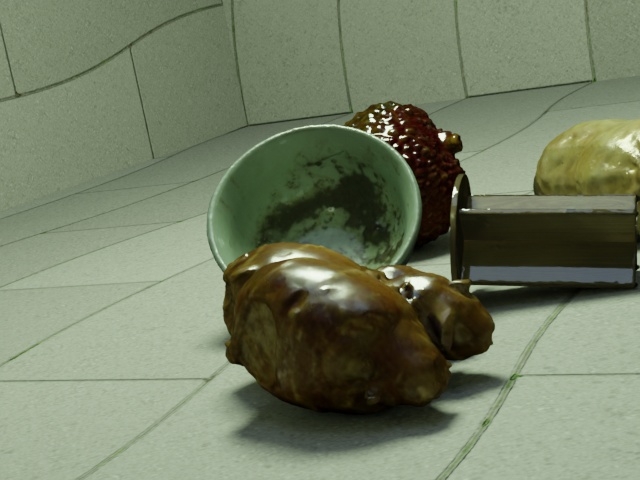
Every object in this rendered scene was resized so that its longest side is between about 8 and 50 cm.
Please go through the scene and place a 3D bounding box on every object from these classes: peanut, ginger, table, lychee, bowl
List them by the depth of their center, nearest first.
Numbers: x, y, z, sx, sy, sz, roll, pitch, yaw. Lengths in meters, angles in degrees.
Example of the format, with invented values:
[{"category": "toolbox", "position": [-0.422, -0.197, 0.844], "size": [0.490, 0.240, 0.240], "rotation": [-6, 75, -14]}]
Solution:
[{"category": "ginger", "position": [0.035, 0.095, 1.553], "size": [0.274, 0.153, 0.357], "rotation": [7, 8, -11]}, {"category": "table", "position": [0.285, -0.001, 1.808], "size": [0.226, 0.167, 0.167], "rotation": [1, 13, 13]}, {"category": "bowl", "position": [0.000, 0.000, 1.937], "size": [0.289, 0.289, 0.146], "rotation": [-5, -34, 7]}, {"category": "peanut", "position": [0.439, -0.089, 2.038], "size": [0.192, 0.170, 0.387], "rotation": [-16, 8, -20]}, {"category": "lychee", "position": [0.101, -0.090, 2.233], "size": [0.271, 0.236, 0.236], "rotation": [-27, 8, 9]}]

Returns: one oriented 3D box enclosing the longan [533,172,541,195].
[{"category": "longan", "position": [0.384, -0.088, 2.274], "size": [0.119, 0.106, 0.106], "rotation": [-35, 22, -32]}]
